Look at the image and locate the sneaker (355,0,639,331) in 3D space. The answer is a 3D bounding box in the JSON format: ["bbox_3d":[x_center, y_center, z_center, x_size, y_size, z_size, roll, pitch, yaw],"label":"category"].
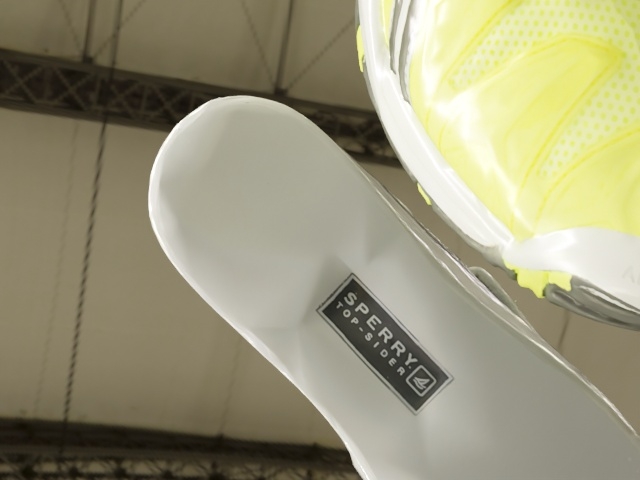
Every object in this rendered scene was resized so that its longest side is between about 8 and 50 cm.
[{"bbox_3d":[0.075,-0.150,0.383,0.145,0.384,0.147,-9,-29,-5],"label":"sneaker"}]

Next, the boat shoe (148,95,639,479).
[{"bbox_3d":[0.049,0.066,0.480,0.108,0.301,0.102,-44,-8,9],"label":"boat shoe"}]
